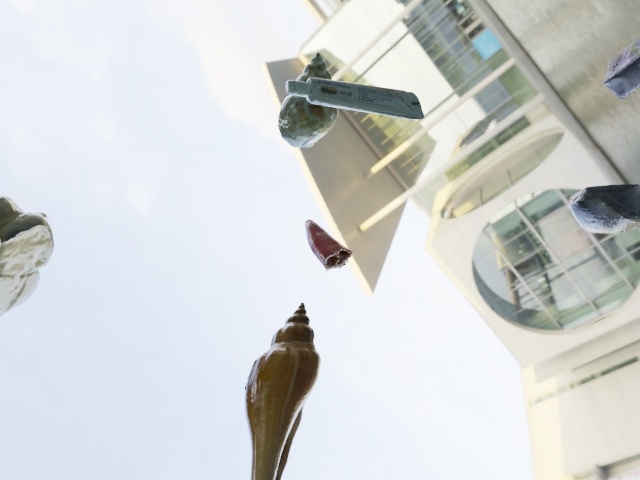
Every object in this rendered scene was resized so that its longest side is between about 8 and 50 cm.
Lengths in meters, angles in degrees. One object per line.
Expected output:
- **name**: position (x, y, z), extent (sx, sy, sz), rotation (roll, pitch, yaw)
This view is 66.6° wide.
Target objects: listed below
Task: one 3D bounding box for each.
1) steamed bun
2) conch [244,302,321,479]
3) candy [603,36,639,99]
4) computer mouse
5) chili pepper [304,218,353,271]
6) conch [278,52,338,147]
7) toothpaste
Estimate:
- **steamed bun**: position (-0.466, 0.030, 0.646), extent (0.106, 0.193, 0.177), rotation (32, -148, 13)
- **conch**: position (-0.068, 0.237, 0.653), extent (0.093, 0.109, 0.331), rotation (19, -114, 1)
- **candy**: position (0.603, -0.355, 0.777), extent (0.061, 0.312, 0.088), rotation (35, -122, -5)
- **computer mouse**: position (0.346, -0.030, 0.569), extent (0.134, 0.079, 0.047), rotation (7, -103, -32)
- **chili pepper**: position (0.004, -0.002, 1.251), extent (0.088, 0.065, 0.169), rotation (-9, -138, -32)
- **conch**: position (-0.017, -0.275, 1.013), extent (0.116, 0.173, 0.106), rotation (30, 180, -17)
- **toothpaste**: position (0.063, -0.240, 0.816), extent (0.255, 0.037, 0.067), rotation (-1, -119, -25)
